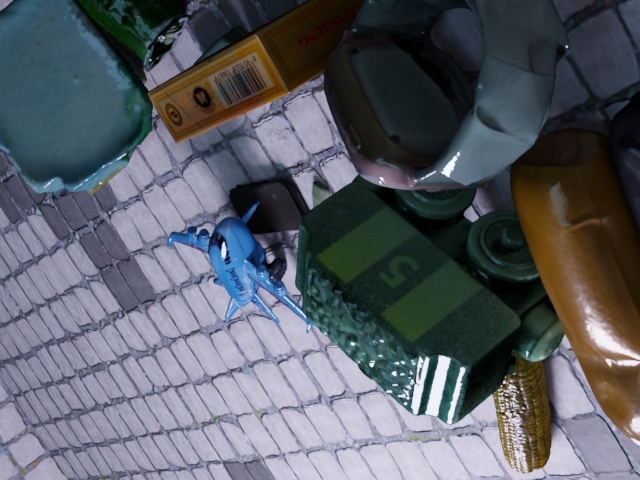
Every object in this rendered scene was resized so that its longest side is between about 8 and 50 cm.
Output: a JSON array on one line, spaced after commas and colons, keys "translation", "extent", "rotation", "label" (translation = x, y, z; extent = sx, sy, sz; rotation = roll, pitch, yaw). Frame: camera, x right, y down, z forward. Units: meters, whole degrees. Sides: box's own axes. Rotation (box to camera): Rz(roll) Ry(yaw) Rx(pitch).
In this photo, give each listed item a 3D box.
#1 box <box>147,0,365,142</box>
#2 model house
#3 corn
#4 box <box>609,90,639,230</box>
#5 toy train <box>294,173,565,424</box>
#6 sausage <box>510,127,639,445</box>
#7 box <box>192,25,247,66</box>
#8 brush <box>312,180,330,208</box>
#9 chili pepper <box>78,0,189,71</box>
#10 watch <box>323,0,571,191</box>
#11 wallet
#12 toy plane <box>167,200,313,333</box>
[{"translation": [-0.060, -0.206, 1.511], "extent": [0.274, 0.174, 0.076], "rotation": [-14, 107, 57], "label": "box"}, {"translation": [-0.353, -0.214, 1.931], "extent": [0.281, 0.230, 0.249], "rotation": [54, -168, 3], "label": "model house"}, {"translation": [0.242, 0.196, 1.594], "extent": [0.068, 0.068, 0.207], "rotation": [22, 137, 43], "label": "corn"}, {"translation": [0.405, -0.004, 1.157], "extent": [0.289, 0.073, 0.290], "rotation": [1, 121, 54], "label": "box"}, {"translation": [0.116, 0.041, 1.449], "extent": [0.299, 0.238, 0.167], "rotation": [40, 150, 25], "label": "toy train"}, {"translation": [0.294, 0.058, 1.337], "extent": [0.134, 0.116, 0.354], "rotation": [5, 126, 50], "label": "sausage"}, {"translation": [-0.116, -0.216, 1.720], "extent": [0.091, 0.031, 0.126], "rotation": [57, 148, -4], "label": "box"}, {"translation": [0.000, 0.000, 1.776], "extent": [0.033, 0.030, 0.179], "rotation": [41, 149, 41], "label": "brush"}, {"translation": [-0.293, -0.359, 1.768], "extent": [0.270, 0.099, 0.136], "rotation": [47, 174, 2], "label": "chili pepper"}, {"translation": [0.123, -0.174, 1.280], "extent": [0.253, 0.161, 0.241], "rotation": [67, 148, 35], "label": "watch"}, {"translation": [-0.070, -0.045, 1.838], "extent": [0.156, 0.018, 0.082], "rotation": [-7, 115, 57], "label": "wallet"}, {"translation": [-0.113, 0.032, 1.869], "extent": [0.254, 0.105, 0.271], "rotation": [31, 153, 16], "label": "toy plane"}]
